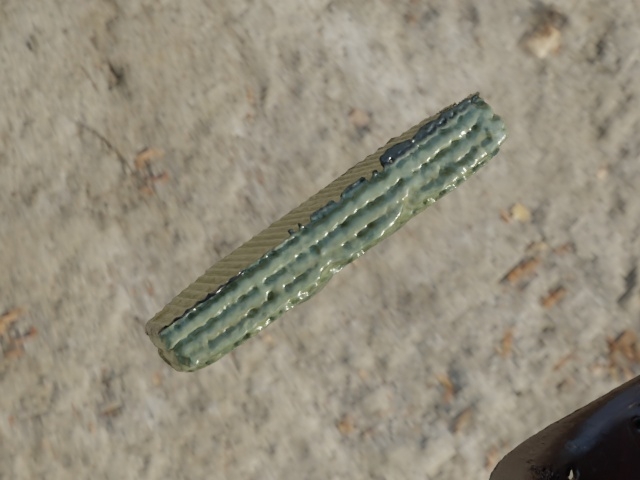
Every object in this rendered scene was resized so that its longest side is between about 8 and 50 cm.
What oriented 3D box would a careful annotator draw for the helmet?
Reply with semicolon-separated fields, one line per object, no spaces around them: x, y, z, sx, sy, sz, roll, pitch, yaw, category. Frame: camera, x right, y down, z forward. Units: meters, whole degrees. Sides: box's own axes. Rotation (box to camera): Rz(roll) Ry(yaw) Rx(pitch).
0.173;0.123;0.728;0.175;0.155;0.106;-20;103;11;helmet

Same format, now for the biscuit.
0.000;0.000;1.029;0.252;0.150;0.052;-35;94;-12;biscuit
